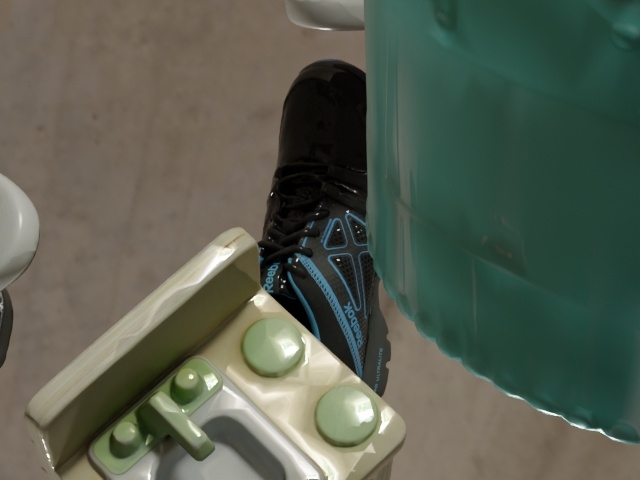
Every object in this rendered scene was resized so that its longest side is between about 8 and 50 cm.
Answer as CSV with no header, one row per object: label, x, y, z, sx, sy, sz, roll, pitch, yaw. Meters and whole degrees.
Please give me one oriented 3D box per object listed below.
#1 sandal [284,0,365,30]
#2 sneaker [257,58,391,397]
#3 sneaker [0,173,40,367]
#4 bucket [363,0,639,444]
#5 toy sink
sandal,0.106,-0.230,1.720,0.416,0.169,0.102,-23,-59,-47
sneaker,0.000,0.000,1.724,0.125,0.341,0.139,-3,-3,34
sneaker,-0.229,0.025,1.167,0.147,0.104,0.296,21,-24,-40
bucket,0.139,-0.072,0.583,0.281,0.281,0.183,-9,-55,-23
toy sink,-0.050,0.126,1.022,0.153,0.131,0.234,-42,-19,-19
